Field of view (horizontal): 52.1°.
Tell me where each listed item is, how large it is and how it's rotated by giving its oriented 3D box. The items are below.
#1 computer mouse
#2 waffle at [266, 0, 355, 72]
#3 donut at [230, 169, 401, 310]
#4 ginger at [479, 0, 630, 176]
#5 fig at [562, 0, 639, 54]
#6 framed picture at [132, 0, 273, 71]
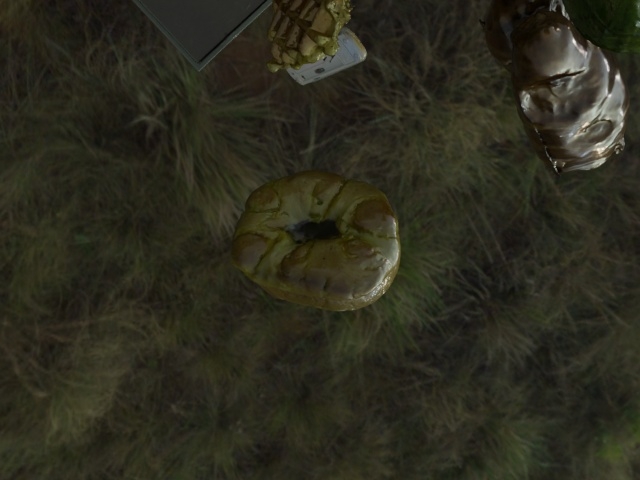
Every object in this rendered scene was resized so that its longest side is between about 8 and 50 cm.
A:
[{"bbox_3d":[0.008,-0.394,1.392,0.199,0.045,0.102,-13,135,40],"label":"computer mouse"},{"bbox_3d":[0.011,-0.390,0.967,0.058,0.282,0.300,19,138,-31],"label":"waffle"},{"bbox_3d":[0.000,0.000,1.022,0.209,0.261,0.128,-64,157,-21],"label":"donut"},{"bbox_3d":[0.388,-0.277,1.072,0.176,0.254,0.418,-23,144,26],"label":"ginger"},{"bbox_3d":[0.318,-0.276,0.659,0.235,0.203,0.203,-33,134,-41],"label":"fig"},{"bbox_3d":[-0.202,-0.492,1.232,0.289,0.016,0.213,-38,111,17],"label":"framed picture"}]
